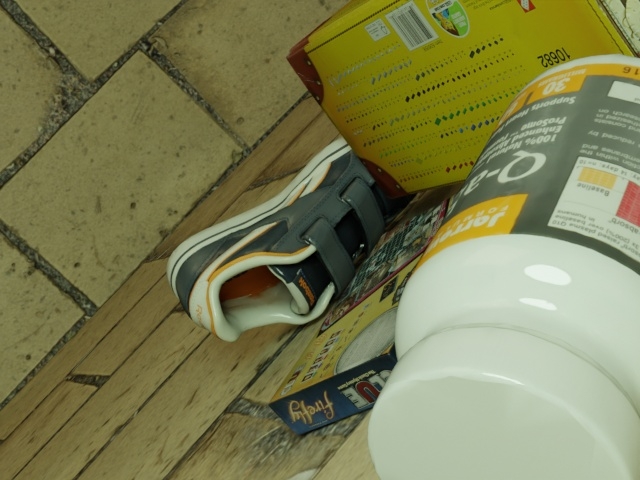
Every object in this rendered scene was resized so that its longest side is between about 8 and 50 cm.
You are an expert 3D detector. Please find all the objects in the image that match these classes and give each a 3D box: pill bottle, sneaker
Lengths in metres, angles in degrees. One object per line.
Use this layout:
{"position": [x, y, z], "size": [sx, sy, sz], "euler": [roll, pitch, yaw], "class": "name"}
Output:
{"position": [0.136, 0.029, 0.680], "size": [0.162, 0.162, 0.278], "euler": [-32, 16, 42], "class": "pill bottle"}
{"position": [0.000, 0.000, 1.317], "size": [0.321, 0.126, 0.127], "euler": [-33, 41, -4], "class": "sneaker"}

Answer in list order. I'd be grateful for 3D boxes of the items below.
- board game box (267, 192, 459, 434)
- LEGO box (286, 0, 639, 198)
{"position": [0.069, 0.054, 1.092], "size": [0.165, 0.042, 0.243], "euler": [-29, 18, 47], "class": "board game box"}
{"position": [0.236, -0.239, 1.099], "size": [0.372, 0.193, 0.500], "euler": [-40, 11, -18], "class": "LEGO box"}
